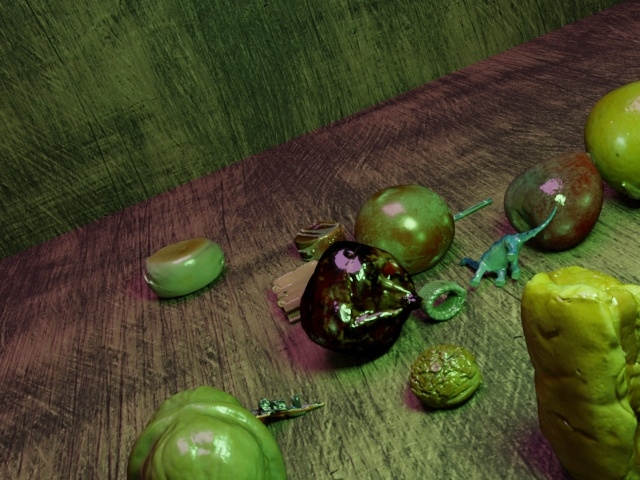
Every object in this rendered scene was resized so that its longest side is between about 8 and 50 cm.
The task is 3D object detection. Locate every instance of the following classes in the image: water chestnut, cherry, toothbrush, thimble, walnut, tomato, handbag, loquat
[{"bbox_3d":[0.094,0.140,1.781,0.289,0.289,0.244,-31,58,-23],"label":"water chestnut"},{"bbox_3d":[0.583,-0.095,1.923,0.240,0.206,0.239,-16,20,6],"label":"cherry"},{"bbox_3d":[0.404,-0.072,2.280,0.220,0.016,0.019,-26,14,-10],"label":"toothbrush"},{"bbox_3d":[0.281,0.135,1.819,0.110,0.084,0.062,-29,23,-14],"label":"thimble"},{"bbox_3d":[-0.199,0.410,1.381,0.254,0.276,0.282,-8,14,17],"label":"walnut"},{"bbox_3d":[0.219,-0.040,2.102,0.270,0.222,0.270,-19,25,9],"label":"tomato"},{"bbox_3d":[-0.047,0.138,2.144,0.157,0.059,0.212,-23,23,-4],"label":"handbag"},{"bbox_3d":[0.815,-0.227,1.919,0.329,0.328,0.359,-8,70,30],"label":"loquat"}]

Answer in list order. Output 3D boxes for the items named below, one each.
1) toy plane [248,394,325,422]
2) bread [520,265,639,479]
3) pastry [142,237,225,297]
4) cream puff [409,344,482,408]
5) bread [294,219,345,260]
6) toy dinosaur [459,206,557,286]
[{"bbox_3d":[-0.087,0.356,1.674,0.189,0.062,0.135,-20,-4,-3],"label":"toy plane"},{"bbox_3d":[0.407,0.211,1.198,0.149,0.343,0.195,-18,19,-17],"label":"bread"},{"bbox_3d":[-0.436,0.083,2.521,0.265,0.133,0.264,-18,21,7],"label":"pastry"},{"bbox_3d":[0.240,0.260,1.543,0.144,0.103,0.126,-28,23,-2],"label":"cream puff"},{"bbox_3d":[0.000,0.000,2.402,0.161,0.073,0.160,-17,19,6],"label":"bread"},{"bbox_3d":[0.432,0.043,1.867,0.329,0.076,0.144,-39,25,49],"label":"toy dinosaur"}]
